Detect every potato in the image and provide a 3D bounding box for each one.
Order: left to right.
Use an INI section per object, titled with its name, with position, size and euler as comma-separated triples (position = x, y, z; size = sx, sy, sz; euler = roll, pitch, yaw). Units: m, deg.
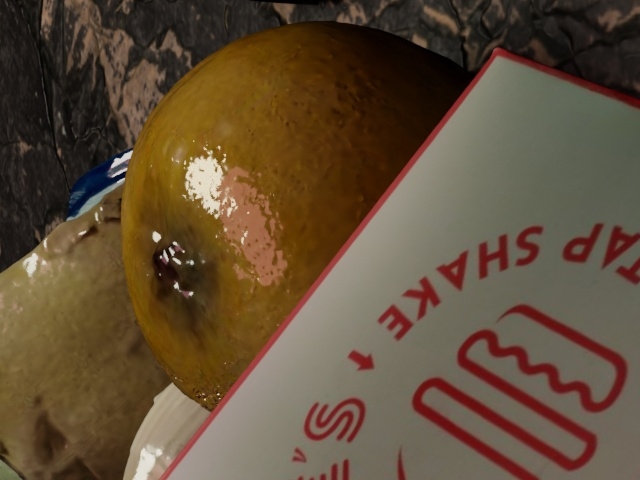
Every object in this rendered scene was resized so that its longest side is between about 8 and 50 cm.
[potato]
position = -0.102, 0.062, 1.313
size = 0.264, 0.211, 0.189
euler = -37, 82, 27

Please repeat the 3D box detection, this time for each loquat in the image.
[loquat]
position = 0.000, 0.000, 1.137
size = 0.263, 0.263, 0.263
euler = 7, 98, 56

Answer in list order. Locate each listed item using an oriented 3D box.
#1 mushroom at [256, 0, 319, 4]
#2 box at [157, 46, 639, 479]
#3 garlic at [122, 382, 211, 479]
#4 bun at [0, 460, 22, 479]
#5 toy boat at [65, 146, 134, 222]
[mushroom]
position = -0.058, -0.284, 1.313
size = 0.344, 0.130, 0.248
euler = 29, 121, 51
[box]
position = 0.149, 0.153, 0.797
size = 0.312, 0.300, 0.314
euler = -52, 38, -7
[garlic]
position = -0.037, 0.233, 1.255
size = 0.184, 0.203, 0.281
euler = 27, 130, 33
[bun]
position = -0.215, 0.125, 1.546
size = 0.212, 0.204, 0.126
euler = 30, 115, 17
[toy boat]
position = -0.097, 0.069, 1.464
size = 0.220, 0.067, 0.291
euler = -25, 86, 35
